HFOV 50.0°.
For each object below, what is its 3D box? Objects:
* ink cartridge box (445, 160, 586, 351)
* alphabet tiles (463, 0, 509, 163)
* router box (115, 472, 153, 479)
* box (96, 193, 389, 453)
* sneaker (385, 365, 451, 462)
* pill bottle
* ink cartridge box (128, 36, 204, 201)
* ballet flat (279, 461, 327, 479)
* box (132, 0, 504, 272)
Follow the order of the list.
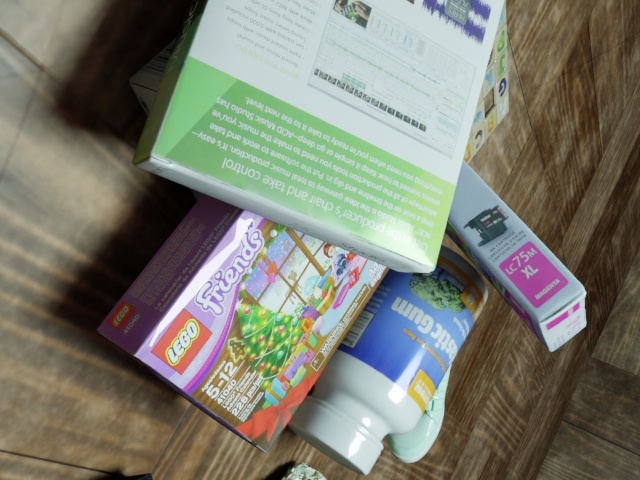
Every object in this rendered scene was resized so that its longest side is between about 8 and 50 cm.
[{"bbox_3d":[0.166,-0.025,0.762,0.065,0.311,0.186,-38,154,7],"label":"ink cartridge box"},{"bbox_3d":[0.210,-0.194,0.975,0.237,0.009,0.198,-50,144,-27],"label":"alphabet tiles"},{"bbox_3d":[-0.180,0.304,0.570,0.133,0.046,0.178,-8,79,-54],"label":"router box"},{"bbox_3d":[-0.026,0.016,0.599,0.293,0.057,0.201,-55,138,-17],"label":"box"},{"bbox_3d":[0.136,0.197,1.012,0.151,0.094,0.255,38,66,-63],"label":"sneaker"},{"bbox_3d":[0.079,0.139,0.842,0.272,0.152,0.152,-56,146,-20],"label":"pill bottle"},{"bbox_3d":[-0.038,-0.121,0.615,0.223,0.045,0.224,-51,145,-24],"label":"ink cartridge box"},{"bbox_3d":[-0.043,0.339,0.797,0.241,0.077,0.091,-37,139,-62],"label":"ballet flat"},{"bbox_3d":[0.022,-0.161,0.521,0.232,0.058,0.322,22,77,-25],"label":"box"}]
